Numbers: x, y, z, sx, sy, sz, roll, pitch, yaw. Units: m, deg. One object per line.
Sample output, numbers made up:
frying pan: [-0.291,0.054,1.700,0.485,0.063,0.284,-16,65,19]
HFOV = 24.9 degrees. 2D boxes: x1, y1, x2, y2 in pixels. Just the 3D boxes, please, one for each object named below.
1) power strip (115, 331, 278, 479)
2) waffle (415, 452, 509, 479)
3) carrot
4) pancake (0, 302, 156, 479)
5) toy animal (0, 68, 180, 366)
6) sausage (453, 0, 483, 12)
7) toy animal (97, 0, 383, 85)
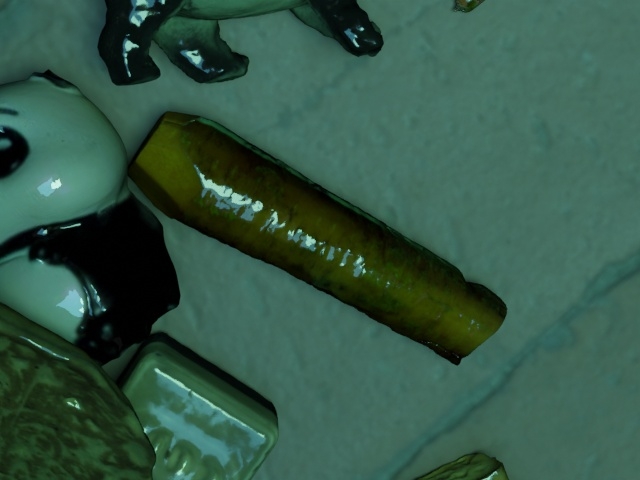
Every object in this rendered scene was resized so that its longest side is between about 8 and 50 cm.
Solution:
power strip: [-0.137,0.194,0.961,0.105,0.070,0.257,33,99,-9]
waffle: [0.034,0.271,0.996,0.274,0.057,0.168,-27,103,2]
carrot: [0.000,0.000,0.933,0.260,0.070,0.070,29,99,-12]
pancake: [-0.198,0.111,0.852,0.235,0.029,0.212,-22,121,38]
toy animal: [-0.179,-0.003,0.879,0.166,0.138,0.179,-23,96,25]
sausage: [0.125,-0.179,0.927,0.100,0.015,0.015,-39,102,4]
toy animal: [-0.026,-0.164,0.886,0.225,0.094,0.121,-8,94,-1]
